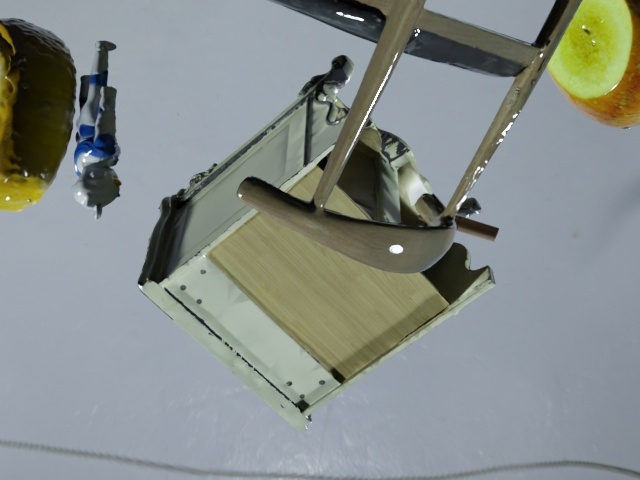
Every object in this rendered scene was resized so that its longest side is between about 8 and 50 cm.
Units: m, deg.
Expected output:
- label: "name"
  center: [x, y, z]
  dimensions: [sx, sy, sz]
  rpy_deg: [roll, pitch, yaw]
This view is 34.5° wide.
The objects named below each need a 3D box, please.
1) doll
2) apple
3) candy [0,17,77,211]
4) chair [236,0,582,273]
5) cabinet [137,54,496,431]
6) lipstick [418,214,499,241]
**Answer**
- label: "doll"
  center: [-0.270, -0.122, 1.249]
  dimensions: [0.057, 0.114, 0.227]
  rpy_deg: [13, 59, -28]
- label: "apple"
  center: [0.280, -0.185, 0.959]
  dimensions: [0.146, 0.163, 0.147]
  rpy_deg: [-44, 75, 35]
- label: "candy"
  center: [-0.418, -0.167, 1.364]
  dimensions: [0.118, 0.259, 0.260]
  rpy_deg: [12, 89, -41]
- label: "chair"
  center: [0.040, -0.137, 0.598]
  dimensions: [0.166, 0.188, 0.272]
  rpy_deg: [29, 106, 34]
- label: "cabinet"
  center: [0.000, 0.000, 1.263]
  dimensions: [0.318, 0.227, 0.290]
  rpy_deg: [-38, 112, 19]
- label: "lipstick"
  center: [0.161, -0.020, 1.198]
  dimensions: [0.094, 0.019, 0.019]
  rpy_deg: [16, 89, 6]
